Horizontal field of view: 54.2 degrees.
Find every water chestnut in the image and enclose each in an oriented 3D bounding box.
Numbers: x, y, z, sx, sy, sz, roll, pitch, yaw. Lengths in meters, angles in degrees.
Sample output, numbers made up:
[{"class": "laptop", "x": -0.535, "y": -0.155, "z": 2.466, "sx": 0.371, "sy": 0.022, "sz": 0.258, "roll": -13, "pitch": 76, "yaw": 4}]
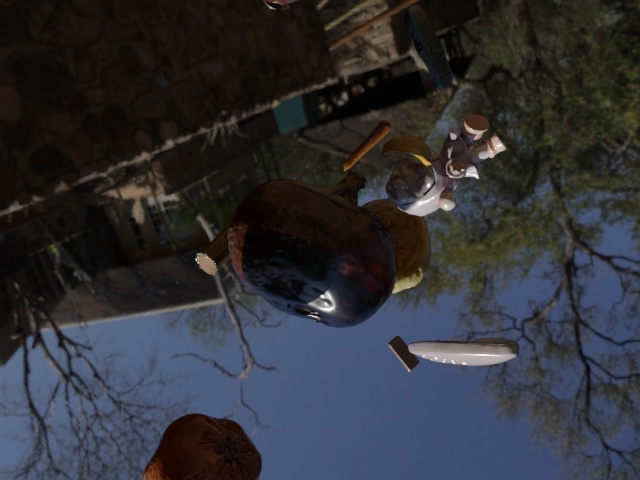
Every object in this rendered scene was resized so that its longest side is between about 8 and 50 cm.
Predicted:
[{"class": "water chestnut", "x": 0.000, "y": 0.000, "z": 1.205, "sx": 0.350, "sy": 0.350, "sz": 0.302, "roll": 7, "pitch": -110, "yaw": 58}]

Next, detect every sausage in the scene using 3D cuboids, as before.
[{"class": "sausage", "x": -0.212, "y": -0.047, "z": 1.808, "sx": 0.082, "sy": 0.082, "sz": 0.371, "roll": -3, "pitch": -145, "yaw": 45}]

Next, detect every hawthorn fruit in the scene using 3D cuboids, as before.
[{"class": "hawthorn fruit", "x": -0.191, "y": 0.364, "z": 0.994, "sx": 0.189, "sy": 0.189, "sz": 0.189, "roll": -17, "pitch": -165, "yaw": 5}]

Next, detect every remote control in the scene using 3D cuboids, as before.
[{"class": "remote control", "x": 0.277, "y": -0.490, "z": 1.597, "sx": 0.042, "sy": 0.222, "sz": 0.072, "roll": -10, "pitch": -154, "yaw": 50}]

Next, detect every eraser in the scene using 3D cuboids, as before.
[{"class": "eraser", "x": 0.343, "y": 0.247, "z": 1.384, "sx": 0.204, "sy": 0.059, "sz": 0.243, "roll": 2, "pitch": 174, "yaw": -25}]

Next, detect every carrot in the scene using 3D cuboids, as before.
[{"class": "carrot", "x": 0.129, "y": -0.272, "z": 1.789, "sx": 0.190, "sy": 0.037, "sz": 0.037, "roll": -44, "pitch": -164, "yaw": 2}]

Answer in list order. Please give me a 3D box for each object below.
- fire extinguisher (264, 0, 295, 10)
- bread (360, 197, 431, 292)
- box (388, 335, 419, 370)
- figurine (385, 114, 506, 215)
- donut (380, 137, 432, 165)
[{"class": "fire extinguisher", "x": 0.006, "y": -0.312, "z": 0.663, "sx": 0.268, "sy": 0.105, "sz": 0.105, "roll": -5, "pitch": -161, "yaw": 31}, {"class": "bread", "x": 0.152, "y": 0.018, "z": 1.540, "sx": 0.244, "sy": 0.245, "sz": 0.134, "roll": -22, "pitch": 174, "yaw": -15}, {"class": "box", "x": 0.264, "y": 0.358, "z": 1.984, "sx": 0.048, "sy": 0.115, "sz": 0.025, "roll": -41, "pitch": -174, "yaw": -16}, {"class": "figurine", "x": 0.260, "y": -0.154, "z": 1.346, "sx": 0.276, "sy": 0.200, "sz": 0.133, "roll": -36, "pitch": 153, "yaw": 26}, {"class": "donut", "x": 0.155, "y": -0.161, "z": 1.123, "sx": 0.083, "sy": 0.038, "sz": 0.067, "roll": 3, "pitch": 165, "yaw": 44}]
